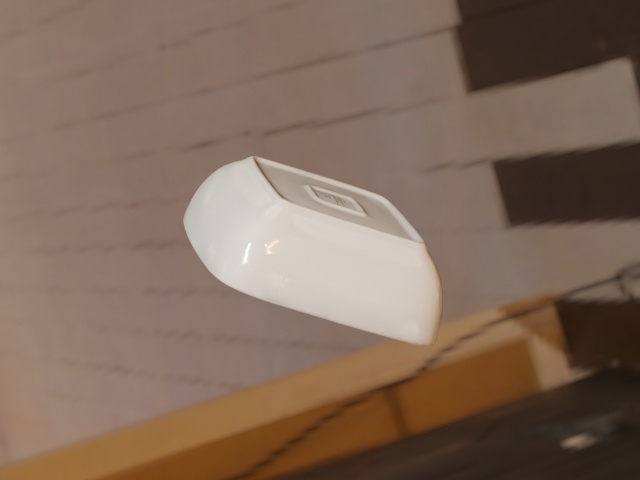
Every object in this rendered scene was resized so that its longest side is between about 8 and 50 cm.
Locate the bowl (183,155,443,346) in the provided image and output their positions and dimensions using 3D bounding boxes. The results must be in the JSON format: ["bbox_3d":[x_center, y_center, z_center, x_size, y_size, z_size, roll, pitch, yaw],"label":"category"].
[{"bbox_3d":[0.000,0.000,1.108,0.142,0.142,0.053,-123,52,-67],"label":"bowl"}]
